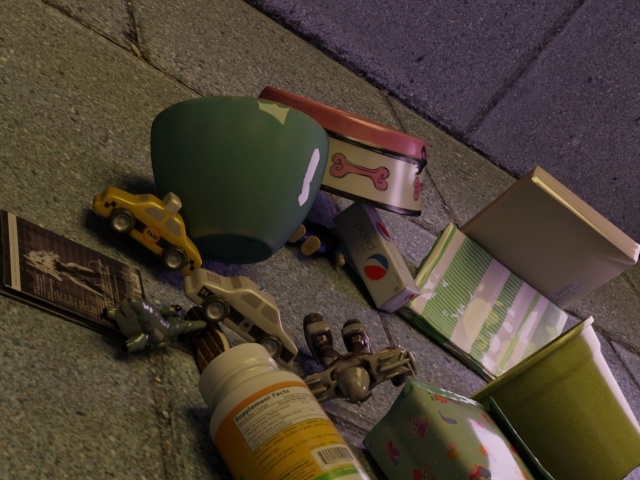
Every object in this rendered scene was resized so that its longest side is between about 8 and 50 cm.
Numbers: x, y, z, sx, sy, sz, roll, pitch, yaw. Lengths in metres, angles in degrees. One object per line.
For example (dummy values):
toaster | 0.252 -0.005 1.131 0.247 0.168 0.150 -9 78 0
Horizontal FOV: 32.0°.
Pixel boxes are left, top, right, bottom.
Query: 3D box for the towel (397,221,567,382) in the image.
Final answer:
towel | 0.328 0.143 2.222 0.325 0.038 0.248 37 58 -8

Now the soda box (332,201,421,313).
soda box | 0.107 0.030 2.148 0.069 0.074 0.216 25 33 -56

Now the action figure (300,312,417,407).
action figure | 0.043 0.185 1.633 0.185 0.099 0.285 -8 13 -3

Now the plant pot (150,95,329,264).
plant pot | -0.136 -0.075 1.780 0.290 0.290 0.195 23 62 -39

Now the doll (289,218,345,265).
doll | 0.000 0.000 2.126 0.129 0.046 0.189 42 14 12

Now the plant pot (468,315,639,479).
plant pot | 0.436 0.314 1.968 0.254 0.276 0.276 56 22 9

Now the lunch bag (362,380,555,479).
lunch bag | 0.231 0.338 1.626 0.262 0.160 0.223 20 22 -38

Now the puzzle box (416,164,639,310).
puzzle box | 0.415 0.040 2.297 0.272 0.409 0.052 36 49 -10

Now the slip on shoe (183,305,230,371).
slip on shoe | -0.149 0.145 1.547 0.041 0.051 0.135 38 10 -43

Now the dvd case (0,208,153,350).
dvd case | -0.324 0.053 1.471 0.221 0.018 0.164 28 24 -33

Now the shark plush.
shark plush | -0.203 0.109 1.444 0.161 0.067 0.073 23 26 -41

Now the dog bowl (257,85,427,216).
dog bowl | 0.029 -0.183 2.207 0.408 0.150 0.408 19 6 -2

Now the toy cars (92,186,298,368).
toy cars | -0.169 0.031 1.611 0.394 0.087 0.176 40 5 25

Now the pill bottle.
pill bottle | -0.051 0.247 1.363 0.136 0.136 0.245 15 31 -50
